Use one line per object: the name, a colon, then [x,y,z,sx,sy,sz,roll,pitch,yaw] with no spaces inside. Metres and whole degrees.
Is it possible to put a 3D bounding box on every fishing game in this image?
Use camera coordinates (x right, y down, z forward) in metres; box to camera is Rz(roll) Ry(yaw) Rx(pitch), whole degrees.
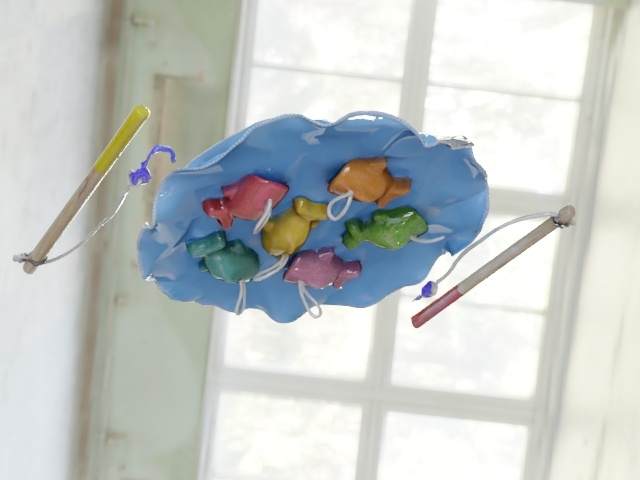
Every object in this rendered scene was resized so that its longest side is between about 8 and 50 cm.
fishing game: [0.000,0.000,0.654,0.189,0.264,0.041,-40,-131,40]
